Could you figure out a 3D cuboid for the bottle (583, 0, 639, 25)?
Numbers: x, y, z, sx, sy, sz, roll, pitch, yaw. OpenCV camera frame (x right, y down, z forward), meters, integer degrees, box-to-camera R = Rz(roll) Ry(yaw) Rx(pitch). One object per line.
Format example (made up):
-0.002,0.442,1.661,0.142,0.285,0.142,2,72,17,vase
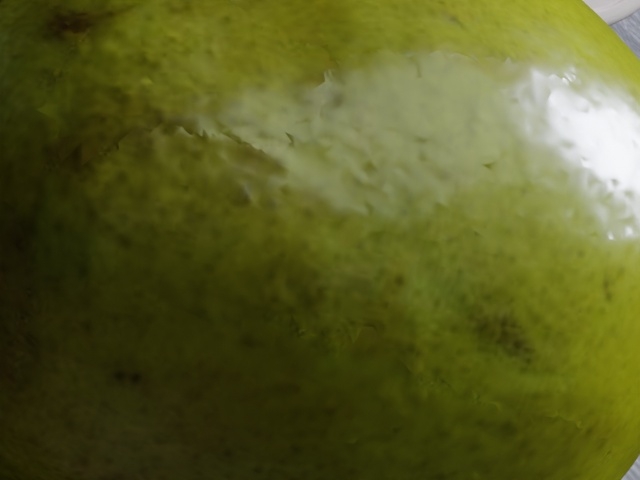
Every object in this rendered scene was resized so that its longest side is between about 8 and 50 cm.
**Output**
0.203,-0.302,1.129,0.147,0.147,0.237,24,33,-33,bottle

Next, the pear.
0.000,0.000,0.490,0.307,0.253,0.253,-4,58,-31,pear
